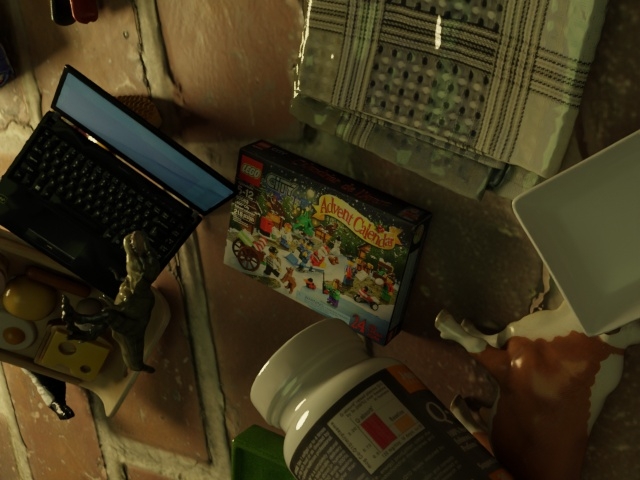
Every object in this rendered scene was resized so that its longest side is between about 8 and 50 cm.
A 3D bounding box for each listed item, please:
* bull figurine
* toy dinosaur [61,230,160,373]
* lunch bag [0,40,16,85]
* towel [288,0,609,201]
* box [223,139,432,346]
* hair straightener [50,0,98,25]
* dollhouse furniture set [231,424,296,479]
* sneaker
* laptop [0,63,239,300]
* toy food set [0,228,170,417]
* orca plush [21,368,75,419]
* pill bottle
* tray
[{"bbox_3d":[0.210,0.160,0.865,0.188,0.101,0.310,22,115,34],"label":"bull figurine"},{"bbox_3d":[-0.267,0.101,1.090,0.268,0.118,0.064,103,160,-44],"label":"toy dinosaur"},{"bbox_3d":[-0.484,-0.268,1.163,0.151,0.096,0.128,-14,101,48],"label":"lunch bag"},{"bbox_3d":[0.110,-0.211,0.801,0.312,0.056,0.324,24,122,24],"label":"towel"},{"bbox_3d":[0.000,0.000,0.975,0.233,0.044,0.159,25,122,24],"label":"box"},{"bbox_3d":[-0.335,-0.379,1.042,0.089,0.047,0.230,2,110,34],"label":"hair straightener"},{"bbox_3d":[0.072,0.304,0.969,0.302,0.198,0.151,16,110,29],"label":"dollhouse furniture set"},{"bbox_3d":[-0.270,-0.136,1.098,0.186,0.069,0.083,8,131,32],"label":"sneaker"},{"bbox_3d":[-0.261,-0.048,1.020,0.234,0.136,0.264,37,106,-14],"label":"laptop"},{"bbox_3d":[-0.389,0.124,1.171,0.306,0.092,0.219,23,119,-18],"label":"toy food set"},{"bbox_3d":[-0.439,0.141,1.309,0.102,0.151,0.287,-26,91,8],"label":"orca plush"},{"bbox_3d":[0.065,0.217,0.841,0.278,0.162,0.162,46,129,26],"label":"pill bottle"},{"bbox_3d":[0.313,-0.038,0.710,0.270,0.030,0.145,-30,92,22],"label":"tray"}]
